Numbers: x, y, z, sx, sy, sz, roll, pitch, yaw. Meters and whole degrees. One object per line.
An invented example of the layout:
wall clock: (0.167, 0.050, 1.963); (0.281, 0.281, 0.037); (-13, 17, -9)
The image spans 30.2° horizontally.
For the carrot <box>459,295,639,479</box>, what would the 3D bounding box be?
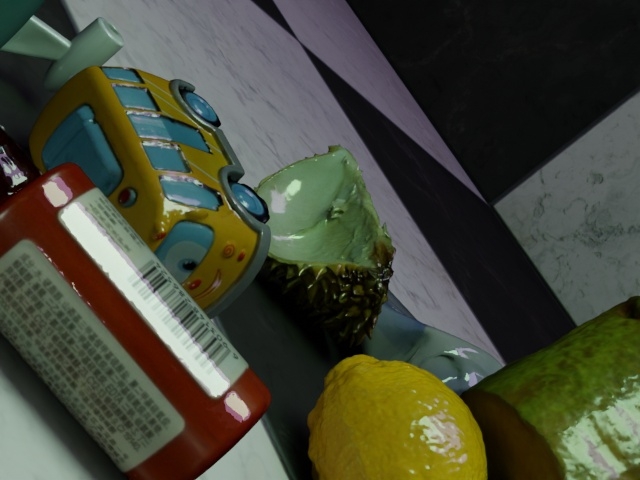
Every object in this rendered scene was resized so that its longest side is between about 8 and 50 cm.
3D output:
carrot: (0.232, 0.207, 1.027); (0.241, 0.341, 0.241); (50, -21, 28)

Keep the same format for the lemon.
lemon: (0.061, 0.174, 0.977); (0.142, 0.142, 0.187); (33, 24, -52)

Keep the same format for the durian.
durian: (0.000, 0.000, 1.242); (0.144, 0.139, 0.252); (38, 19, -30)

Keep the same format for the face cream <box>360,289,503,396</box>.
face cream: (0.091, 0.116, 1.349); (0.235, 0.137, 0.420); (42, 5, -28)

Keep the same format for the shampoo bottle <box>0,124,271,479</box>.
shampoo bottle: (-0.156, 0.026, 0.739); (0.278, 0.104, 0.104); (50, 14, -4)

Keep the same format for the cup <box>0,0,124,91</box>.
cup: (-0.271, -0.245, 0.933); (0.300, 0.173, 0.167); (42, 15, -32)

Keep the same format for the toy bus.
toy bus: (-0.141, -0.041, 0.930); (0.136, 0.126, 0.209); (18, 35, -51)
